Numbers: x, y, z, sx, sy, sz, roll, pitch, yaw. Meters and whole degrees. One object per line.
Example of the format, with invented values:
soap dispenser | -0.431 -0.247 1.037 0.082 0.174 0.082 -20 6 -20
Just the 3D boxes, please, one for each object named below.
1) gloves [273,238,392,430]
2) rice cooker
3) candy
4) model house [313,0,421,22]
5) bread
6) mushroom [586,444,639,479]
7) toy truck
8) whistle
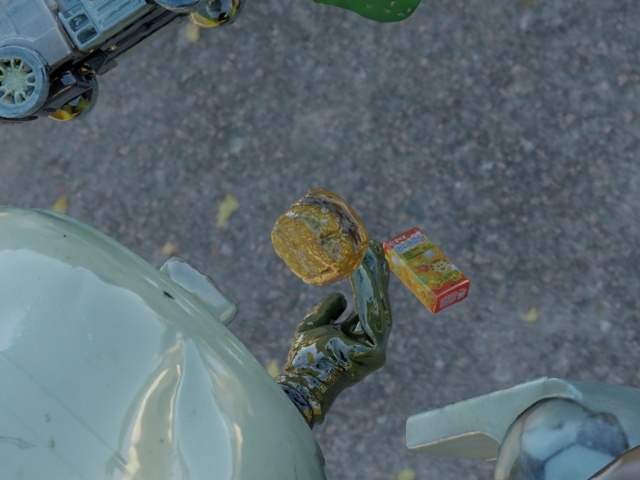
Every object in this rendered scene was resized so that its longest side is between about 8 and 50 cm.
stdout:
gloves | 0.022 0.112 1.368 0.135 0.107 0.268 -10 39 43
rice cooker | -0.134 0.120 0.485 0.226 0.226 0.244 18 62 43
candy | 0.144 0.040 1.640 0.062 0.038 0.122 -25 55 -25
model house | 0.060 -0.306 1.149 0.167 0.117 0.088 120 148 -42
bread | 0.000 0.000 0.960 0.081 0.046 0.083 32 136 28
mushroom | 0.166 0.287 0.399 0.313 0.224 0.397 -45 60 19
toy truck | -0.117 -0.181 0.709 0.256 0.108 0.140 -31 90 9
whistle | 0.184 0.187 0.907 0.289 0.163 0.163 -27 53 53
